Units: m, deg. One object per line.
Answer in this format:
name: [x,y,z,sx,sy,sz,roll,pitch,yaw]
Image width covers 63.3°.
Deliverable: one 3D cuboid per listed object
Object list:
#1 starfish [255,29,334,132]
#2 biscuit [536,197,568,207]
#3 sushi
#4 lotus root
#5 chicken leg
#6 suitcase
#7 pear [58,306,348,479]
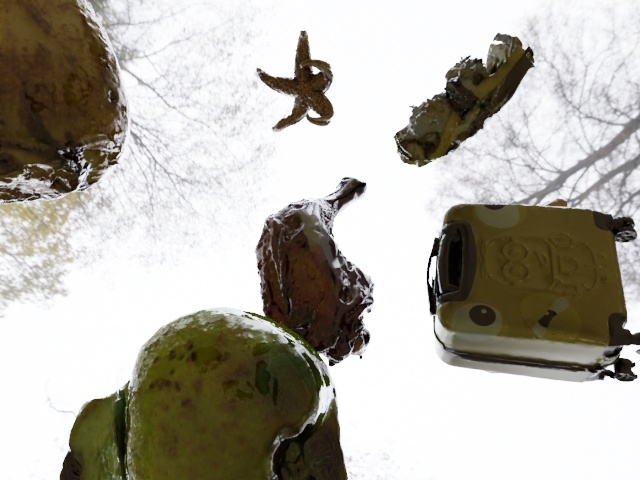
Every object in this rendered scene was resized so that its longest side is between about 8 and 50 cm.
starfish: [-0.047,-0.307,1.011,0.147,0.074,0.189,2,-70,12]
biscuit: [0.298,-0.010,0.864,0.145,0.224,0.033,-29,-96,-10]
sushi: [0.253,-0.260,0.971,0.131,0.139,0.291,33,-66,-22]
lotus root: [-0.174,-0.115,0.310,0.109,0.094,0.190,-13,-101,9]
chicken leg: [0.000,0.000,0.692,0.158,0.095,0.406,18,-148,-5]
suitcase: [0.246,0.064,0.622,0.235,0.143,0.193,4,-125,12]
pear: [-0.085,0.189,0.402,0.164,0.255,0.238,4,-124,-38]
